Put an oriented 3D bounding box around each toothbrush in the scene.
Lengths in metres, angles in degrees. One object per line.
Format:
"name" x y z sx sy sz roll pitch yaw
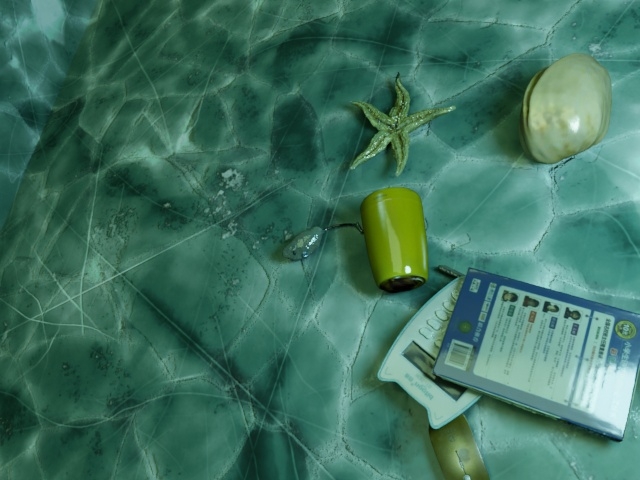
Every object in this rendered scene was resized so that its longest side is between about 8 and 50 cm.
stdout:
"toothbrush" 0.437 0.131 1.521 0.297 0.030 0.030 27 89 30

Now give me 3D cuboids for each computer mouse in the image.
"computer mouse" 0.328 0.506 1.382 0.102 0.045 0.199 -25 58 14

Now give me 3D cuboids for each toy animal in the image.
"toy animal" 0.000 -0.008 1.764 0.253 0.070 0.079 -23 94 -2

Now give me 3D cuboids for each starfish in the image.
"starfish" 0.214 -0.350 1.814 0.358 0.078 0.347 -41 58 1

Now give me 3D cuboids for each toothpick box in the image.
"toothpick box" 0.209 0.006 1.596 0.175 0.175 0.271 -13 65 18

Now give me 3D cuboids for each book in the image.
"book" 0.513 0.250 1.364 0.428 0.039 0.300 17 69 22

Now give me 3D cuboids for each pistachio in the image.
"pistachio" 0.645 -0.340 1.539 0.321 0.238 0.229 -60 19 -17

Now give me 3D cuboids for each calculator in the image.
"calculator" 0.341 0.263 1.457 0.256 0.054 0.386 39 84 28

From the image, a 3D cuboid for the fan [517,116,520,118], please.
"fan" 0.637 -0.353 1.676 0.133 0.005 0.085 8 71 26
